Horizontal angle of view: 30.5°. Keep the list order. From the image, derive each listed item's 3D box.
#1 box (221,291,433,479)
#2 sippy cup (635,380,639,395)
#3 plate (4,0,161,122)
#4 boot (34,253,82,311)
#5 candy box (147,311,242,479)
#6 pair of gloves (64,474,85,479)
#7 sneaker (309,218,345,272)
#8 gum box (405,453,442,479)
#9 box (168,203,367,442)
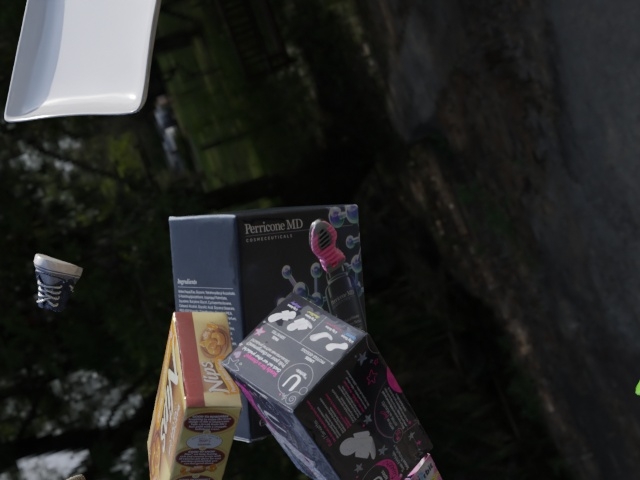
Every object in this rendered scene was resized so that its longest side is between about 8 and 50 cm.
[{"bbox_3d":[0.009,0.217,1.532,0.163,0.142,0.247,26,153,46],"label":"box"},{"bbox_3d":[0.629,0.308,1.812,0.224,0.240,0.305,-14,95,68],"label":"sippy cup"},{"bbox_3d":[-0.326,-0.302,1.686,0.045,0.277,0.278,22,-107,-52],"label":"plate"},{"bbox_3d":[-0.439,0.075,1.938,0.190,0.069,0.086,75,-147,-84],"label":"boot"},{"bbox_3d":[-0.195,0.279,1.764,0.183,0.087,0.316,-105,25,-44],"label":"candy box"},{"bbox_3d":[-0.342,0.430,1.452,0.042,0.240,0.204,-21,99,45],"label":"pair of gloves"},{"bbox_3d":[0.000,0.000,1.828,0.057,0.047,0.119,53,169,36],"label":"sneaker"},{"bbox_3d":[0.111,0.399,1.945,0.188,0.062,0.107,0,127,43],"label":"gum box"},{"bbox_3d":[-0.089,0.138,2.146,0.212,0.293,0.395,-2,94,49],"label":"box"}]
